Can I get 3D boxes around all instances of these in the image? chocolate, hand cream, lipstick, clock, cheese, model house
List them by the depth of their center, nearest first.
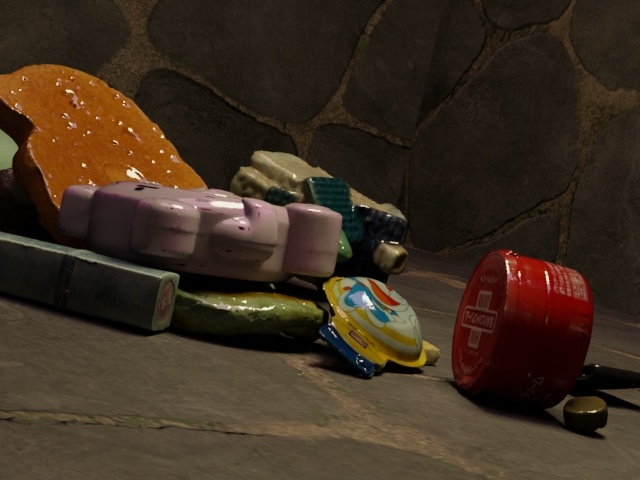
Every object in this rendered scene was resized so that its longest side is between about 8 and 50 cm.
[{"bbox_3d":[-0.322,0.043,1.525,0.290,0.076,0.077,14,5,14],"label":"lipstick"},{"bbox_3d":[0.257,0.114,1.582,0.125,0.193,0.193,14,4,-9],"label":"hand cream"},{"bbox_3d":[0.065,0.118,1.639,0.177,0.069,0.270,41,21,5],"label":"cheese"},{"bbox_3d":[-0.166,-0.016,1.672,0.322,0.113,0.295,7,2,-44],"label":"clock"},{"bbox_3d":[-0.423,-0.026,1.927,0.254,0.157,0.080,12,47,-41],"label":"chocolate"},{"bbox_3d":[0.001,-0.002,2.198,0.284,0.243,0.298,24,13,28],"label":"model house"}]

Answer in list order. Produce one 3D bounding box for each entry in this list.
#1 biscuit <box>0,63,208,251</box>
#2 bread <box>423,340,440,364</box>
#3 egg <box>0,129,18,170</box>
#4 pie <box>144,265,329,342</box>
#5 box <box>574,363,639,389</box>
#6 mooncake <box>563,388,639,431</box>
[{"bbox_3d":[-0.321,-0.096,1.899,0.350,0.078,0.455,0,49,-46],"label":"biscuit"},{"bbox_3d":[0.125,0.152,1.762,0.070,0.035,0.083,8,13,-45],"label":"bread"},{"bbox_3d":[-0.685,-0.159,2.536,0.168,0.168,0.231,14,2,19],"label":"egg"},{"bbox_3d":[-0.132,0.083,1.660,0.302,0.067,0.302,13,4,-1],"label":"pie"},{"bbox_3d":[0.408,0.200,1.811,0.125,0.027,0.126,11,-13,-30],"label":"box"},{"bbox_3d":[0.400,0.214,1.631,0.347,0.057,0.150,8,5,-42],"label":"mooncake"}]
